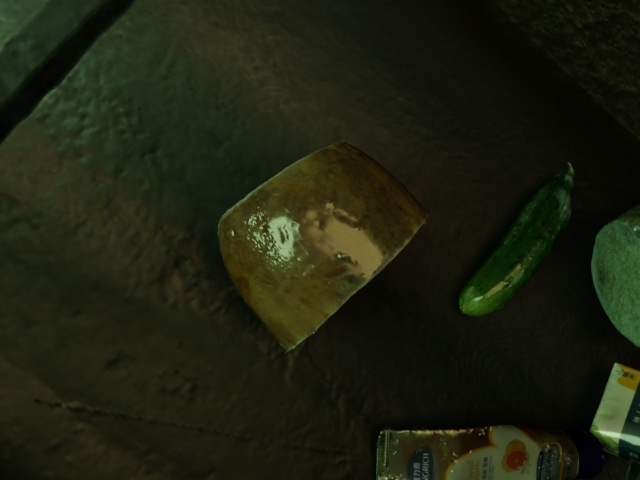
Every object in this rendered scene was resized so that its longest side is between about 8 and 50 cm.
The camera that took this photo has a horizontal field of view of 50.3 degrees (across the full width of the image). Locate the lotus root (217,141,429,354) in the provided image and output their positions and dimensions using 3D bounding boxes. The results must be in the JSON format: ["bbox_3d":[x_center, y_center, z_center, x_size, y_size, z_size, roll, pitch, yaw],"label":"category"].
[{"bbox_3d":[0.003,-0.002,0.392,0.112,0.122,0.081,-36,88,0],"label":"lotus root"}]

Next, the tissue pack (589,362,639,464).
[{"bbox_3d":[0.242,0.131,0.484,0.062,0.083,0.042,-59,143,-19],"label":"tissue pack"}]

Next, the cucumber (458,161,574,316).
[{"bbox_3d":[0.153,0.000,0.498,0.037,0.037,0.155,45,68,-9],"label":"cucumber"}]

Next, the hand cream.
[{"bbox_3d":[0.115,0.150,0.454,0.163,0.039,0.062,0,96,-20],"label":"hand cream"}]

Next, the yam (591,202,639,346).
[{"bbox_3d":[0.293,0.004,0.517,0.194,0.107,0.107,-22,89,-24],"label":"yam"}]
